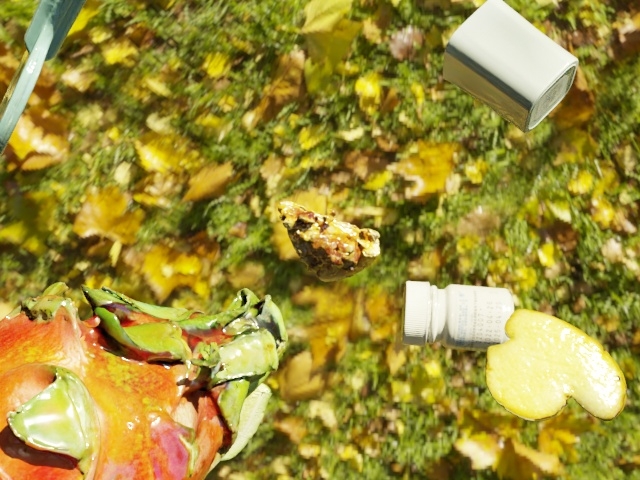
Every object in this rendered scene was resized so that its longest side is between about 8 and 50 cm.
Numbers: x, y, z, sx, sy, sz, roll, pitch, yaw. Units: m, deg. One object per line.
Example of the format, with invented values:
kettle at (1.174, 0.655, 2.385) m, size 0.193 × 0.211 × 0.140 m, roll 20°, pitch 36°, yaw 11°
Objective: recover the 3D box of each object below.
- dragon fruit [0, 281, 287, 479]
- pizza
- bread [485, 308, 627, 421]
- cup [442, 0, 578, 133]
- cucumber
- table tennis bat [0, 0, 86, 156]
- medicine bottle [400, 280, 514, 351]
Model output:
dragon fruit at (-0.138, 0.102, 0.601) m, size 0.269 × 0.200 × 0.198 m, roll -40°, pitch 69°, yaw -12°
pizza at (-0.001, 0.002, 1.678) m, size 0.194 × 0.069 × 0.154 m, roll 34°, pitch 144°, yaw -24°
bread at (0.307, 0.187, 1.323) m, size 0.188 × 0.149 × 0.065 m, roll 32°, pitch 158°, yaw 14°
cup at (0.213, -0.192, 1.145) m, size 0.095 × 0.128 × 0.129 m, roll -43°, pitch 71°, yaw -14°
cucumber at (-0.104, 0.203, 1.140) m, size 0.067 × 0.035 × 0.107 m, roll 6°, pitch 119°, yaw -38°
table tennis bat at (-0.276, -0.171, 0.954) m, size 0.038 × 0.149 × 0.237 m, roll 25°, pitch 124°, yaw -20°
medicine bottle at (0.213, 0.120, 1.561) m, size 0.168 × 0.105 × 0.105 m, roll 5°, pitch 117°, yaw 2°
